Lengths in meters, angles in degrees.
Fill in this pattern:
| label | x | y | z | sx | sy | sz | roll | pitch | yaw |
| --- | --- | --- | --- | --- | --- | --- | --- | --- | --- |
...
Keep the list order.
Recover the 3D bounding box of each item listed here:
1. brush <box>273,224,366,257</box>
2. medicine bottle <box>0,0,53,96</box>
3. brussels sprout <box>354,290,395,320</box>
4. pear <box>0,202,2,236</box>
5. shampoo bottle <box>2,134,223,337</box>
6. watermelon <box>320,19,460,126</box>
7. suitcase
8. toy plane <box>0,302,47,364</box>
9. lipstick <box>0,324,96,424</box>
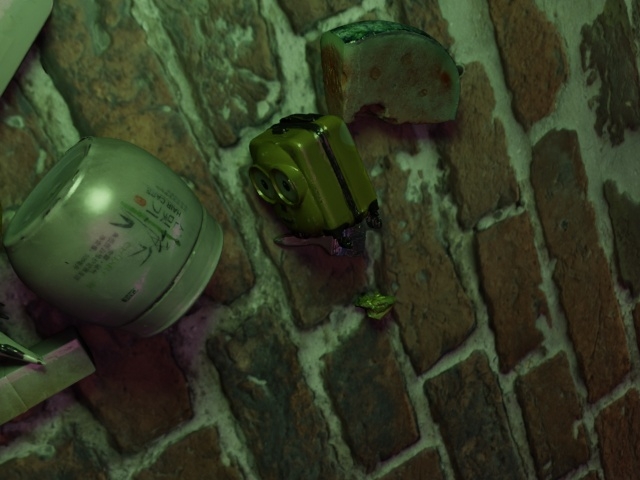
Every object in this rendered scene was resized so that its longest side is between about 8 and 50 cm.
| label | x | y | z | sx | sy | sz | roll | pitch | yaw |
| --- | --- | --- | --- | --- | --- | --- | --- | --- | --- |
| brush | 0.000 | 0.000 | 1.297 | 0.197 | 0.021 | 0.070 | 0 | 101 | -24 |
| medicine bottle | -0.489 | -0.341 | 0.952 | 0.161 | 0.111 | 0.296 | 29 | 91 | -28 |
| brussels sprout | 0.112 | 0.135 | 1.353 | 0.085 | 0.085 | 0.058 | 16 | 89 | -26 |
| pear | -0.559 | -0.008 | 0.886 | 0.285 | 0.285 | 0.336 | -35 | 142 | -13 |
| shampoo bottle | -0.313 | -0.003 | 1.018 | 0.266 | 0.273 | 0.273 | 39 | 85 | -30 |
| watermelon | 0.117 | -0.302 | 1.239 | 0.319 | 0.148 | 0.226 | 23 | 110 | -40 |
| suitcase | -0.019 | -0.105 | 1.165 | 0.143 | 0.194 | 0.234 | -35 | 114 | -23 |
| toy plane | -0.551 | 0.152 | 1.055 | 0.234 | 0.082 | 0.159 | 25 | 83 | -15 |
| lipstick | -0.561 | 0.270 | 1.081 | 0.372 | 0.080 | 0.076 | -29 | 112 | -16 |
